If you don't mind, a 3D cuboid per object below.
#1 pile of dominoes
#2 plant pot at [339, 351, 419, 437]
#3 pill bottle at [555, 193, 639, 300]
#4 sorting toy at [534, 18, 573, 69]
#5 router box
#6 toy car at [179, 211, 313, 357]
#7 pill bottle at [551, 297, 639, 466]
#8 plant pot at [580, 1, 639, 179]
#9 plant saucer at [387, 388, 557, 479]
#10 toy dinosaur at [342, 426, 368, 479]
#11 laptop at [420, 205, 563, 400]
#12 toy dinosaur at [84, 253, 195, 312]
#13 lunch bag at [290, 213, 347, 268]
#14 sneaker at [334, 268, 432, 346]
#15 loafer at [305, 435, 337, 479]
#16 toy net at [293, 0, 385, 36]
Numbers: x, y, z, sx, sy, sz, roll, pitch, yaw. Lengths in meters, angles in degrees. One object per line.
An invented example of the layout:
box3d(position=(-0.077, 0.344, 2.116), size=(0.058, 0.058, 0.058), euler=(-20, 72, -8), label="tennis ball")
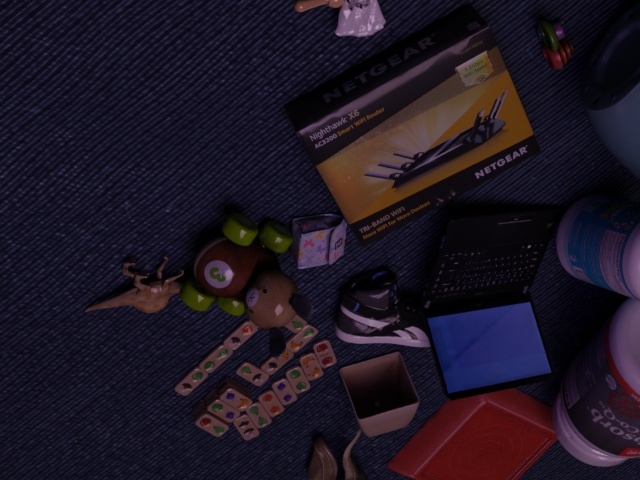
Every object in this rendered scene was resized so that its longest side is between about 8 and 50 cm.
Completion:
box3d(position=(-0.098, 0.227, 2.015), size=(0.251, 0.040, 0.196), euler=(-43, 126, 15), label="pile of dominoes")
box3d(position=(0.101, 0.271, 2.075), size=(0.109, 0.109, 0.096), euler=(-15, 140, -7), label="plant pot")
box3d(position=(0.494, 0.016, 1.897), size=(0.146, 0.264, 0.146), euler=(-5, 103, -24), label="pill bottle")
box3d(position=(0.342, -0.292, 1.773), size=(0.042, 0.061, 0.102), euler=(-26, 151, 1), label="sorting toy")
box3d(position=(0.138, -0.162, 1.786), size=(0.308, 0.081, 0.243), euler=(-29, 128, 4), label="router box")
box3d(position=(-0.089, 0.079, 1.803), size=(0.149, 0.188, 0.155), euler=(12, 120, -47), label="toy car")
box3d(position=(0.526, 0.242, 2.053), size=(0.210, 0.210, 0.363), euler=(-7, 154, -13), label="pill bottle")
box3d(position=(0.519, -0.211, 1.759), size=(0.235, 0.293, 0.293), euler=(27, 113, -18), label="plant pot")
box3d(position=(0.297, 0.381, 2.251), size=(0.258, 0.048, 0.259), euler=(28, 113, -32), label="plant saucer")
box3d(position=(0.054, 0.445, 2.168), size=(0.064, 0.118, 0.268), euler=(14, 143, 22), label="toy dinosaur")
box3d(position=(0.293, 0.097, 1.957), size=(0.234, 0.136, 0.264), euler=(-6, 128, -33), label="laptop")
box3d(position=(-0.267, 0.075, 1.843), size=(0.183, 0.053, 0.093), euler=(-12, 129, -9), label="toy dinosaur")
box3d(position=(0.000, 0.000, 1.877), size=(0.083, 0.053, 0.071), euler=(-9, 129, -21), label="lunch bag")
box3d(position=(0.136, 0.104, 1.978), size=(0.216, 0.079, 0.121), euler=(-2, 124, -17), label="sneaker")
box3d(position=(0.001, 0.406, 2.165), size=(0.050, 0.056, 0.148), euler=(-18, 128, -12), label="loafer")
box3d(position=(0.001, -0.355, 1.629), size=(0.232, 0.045, 0.122), euler=(25, 112, -33), label="toy net")
